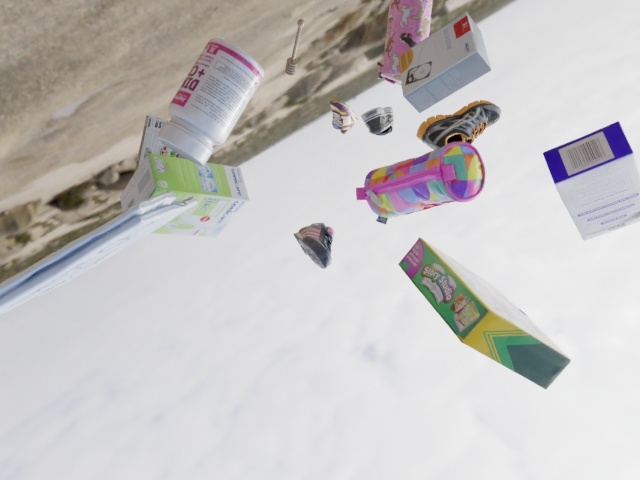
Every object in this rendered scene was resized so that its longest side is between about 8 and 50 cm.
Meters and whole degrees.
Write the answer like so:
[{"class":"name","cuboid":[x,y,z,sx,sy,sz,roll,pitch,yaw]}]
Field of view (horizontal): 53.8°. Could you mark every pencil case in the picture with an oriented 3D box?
[{"class":"pencil case","cuboid":[0.291,-0.730,2.149,0.167,0.386,0.160,9,-175,13]},{"class":"pencil case","cuboid":[0.162,-0.093,1.043,0.104,0.104,0.236,-36,-169,-28]}]

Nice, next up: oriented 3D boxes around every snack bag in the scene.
[{"class":"snack bag","cuboid":[-0.357,0.014,0.995,0.323,0.037,0.342,-30,-174,7]}]

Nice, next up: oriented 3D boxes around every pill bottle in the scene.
[{"class":"pill bottle","cuboid":[-0.274,-0.338,1.560,0.283,0.160,0.160,-60,-163,-6]}]

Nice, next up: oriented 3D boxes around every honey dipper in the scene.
[{"class":"honey dipper","cuboid":[-0.062,-0.478,1.558,0.030,0.030,0.161,-37,160,-32]}]

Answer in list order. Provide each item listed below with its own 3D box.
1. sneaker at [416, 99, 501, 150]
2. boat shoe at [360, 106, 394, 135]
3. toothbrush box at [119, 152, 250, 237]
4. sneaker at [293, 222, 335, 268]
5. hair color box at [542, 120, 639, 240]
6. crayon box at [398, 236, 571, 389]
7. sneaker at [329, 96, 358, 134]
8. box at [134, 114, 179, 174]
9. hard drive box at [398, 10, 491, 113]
[{"class":"sneaker","cuboid":[0.323,-0.248,1.422,0.215,0.083,0.084,-22,147,-17]},{"class":"boat shoe","cuboid":[0.159,-0.315,1.700,0.078,0.070,0.219,-21,-175,20]},{"class":"toothbrush box","cuboid":[-0.373,-0.115,1.737,0.283,0.122,0.206,4,147,-41]},{"class":"sneaker","cuboid":[0.000,0.000,2.208,0.131,0.112,0.319,-32,-157,-6]},{"class":"hair color box","cuboid":[0.704,-0.138,1.588,0.185,0.339,0.110,-22,-126,23]},{"class":"crayon box","cuboid":[0.396,0.174,1.573,0.106,0.313,0.363,-54,-151,12]},{"class":"sneaker","cuboid":[0.070,-0.424,2.175,0.084,0.069,0.185,-54,151,4]},{"class":"box","cuboid":[-0.479,-0.255,1.873,0.114,0.207,0.036,12,-177,-28]},{"class":"hard drive box","cuboid":[0.341,-0.494,1.761,0.232,0.089,0.181,-28,-135,30]}]
